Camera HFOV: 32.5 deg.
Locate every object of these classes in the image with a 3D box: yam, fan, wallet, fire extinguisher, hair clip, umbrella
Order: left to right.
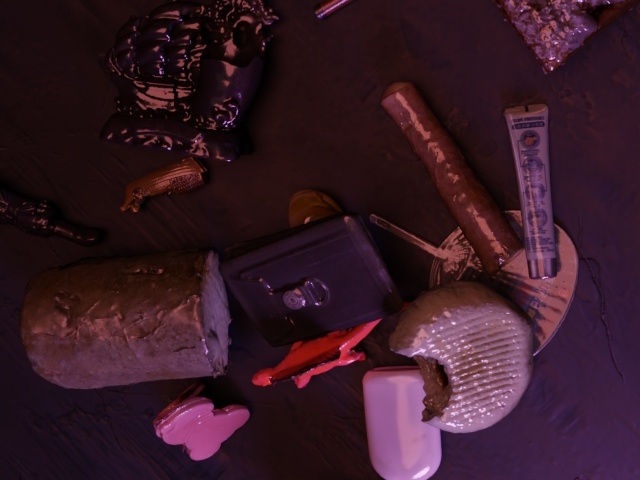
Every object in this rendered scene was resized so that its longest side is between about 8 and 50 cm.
[{"bbox_3d":[-0.457,-0.036,1.707,0.248,0.071,0.071,24,102,11],"label":"umbrella"},{"bbox_3d":[-0.278,0.116,1.608,0.300,0.195,0.195,-5,94,16],"label":"yam"},{"bbox_3d":[-0.181,0.272,1.621,0.123,0.138,0.102,-43,88,9],"label":"hair clip"},{"bbox_3d":[-0.016,0.057,1.514,0.245,0.052,0.169,-18,108,35],"label":"wallet"},{"bbox_3d":[0.031,-0.340,1.549,0.083,0.022,0.028,-27,51,17],"label":"fire extinguisher"},{"bbox_3d":[0.177,-0.091,1.506,0.066,0.066,0.300,-35,80,17],"label":"yam"},{"bbox_3d":[0.215,0.069,1.545,0.294,0.012,0.223,-1,97,17],"label":"fan"}]

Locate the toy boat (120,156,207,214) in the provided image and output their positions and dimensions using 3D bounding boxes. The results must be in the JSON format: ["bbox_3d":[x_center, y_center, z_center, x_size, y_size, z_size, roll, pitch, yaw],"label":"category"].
[{"bbox_3d":[-0.238,-0.081,1.645,0.149,0.047,0.049,-22,90,17],"label":"toy boat"}]

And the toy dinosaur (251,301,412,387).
[{"bbox_3d":[0.017,0.154,1.542,0.286,0.139,0.070,-25,87,20],"label":"toy dinosaur"}]

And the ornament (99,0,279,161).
[{"bbox_3d":[-0.191,-0.256,1.582,0.251,0.106,0.261,8,99,14],"label":"ornament"}]

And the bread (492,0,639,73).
[{"bbox_3d":[0.407,-0.402,1.385,0.416,0.113,0.165,-39,86,16],"label":"bread"}]

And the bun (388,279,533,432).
[{"bbox_3d":[0.184,0.150,1.491,0.203,0.126,0.213,4,106,-12],"label":"bun"}]

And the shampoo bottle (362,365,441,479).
[{"bbox_3d":[0.120,0.292,1.575,0.108,0.051,0.221,-4,94,15],"label":"shampoo bottle"}]

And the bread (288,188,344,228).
[{"bbox_3d":[0.000,0.000,1.562,0.083,0.094,0.157,-20,85,22],"label":"bread"}]

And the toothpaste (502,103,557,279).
[{"bbox_3d":[0.290,-0.067,1.488,0.062,0.039,0.239,-6,86,12],"label":"toothpaste"}]
